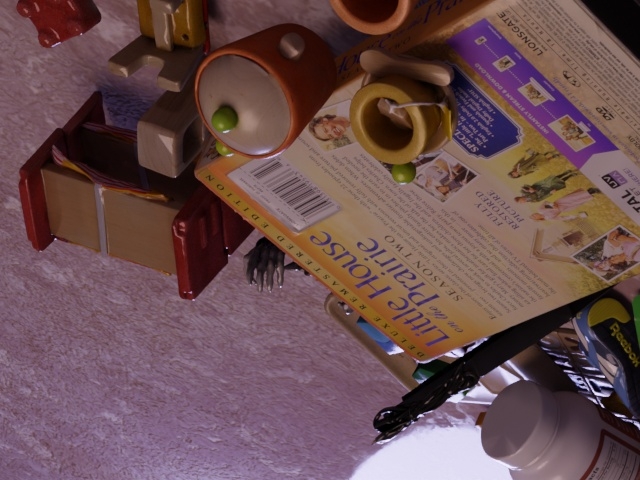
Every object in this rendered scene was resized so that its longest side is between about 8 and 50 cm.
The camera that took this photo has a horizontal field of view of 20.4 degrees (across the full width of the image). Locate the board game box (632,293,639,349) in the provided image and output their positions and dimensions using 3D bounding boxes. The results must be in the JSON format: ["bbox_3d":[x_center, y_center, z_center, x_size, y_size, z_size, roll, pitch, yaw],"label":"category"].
[{"bbox_3d":[0.377,0.172,1.700,0.124,0.039,0.259,-1,108,44],"label":"board game box"}]

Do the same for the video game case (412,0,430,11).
[{"bbox_3d":[0.092,-0.217,1.429,0.143,0.019,0.157,13,149,27],"label":"video game case"}]

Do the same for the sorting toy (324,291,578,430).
[{"bbox_3d":[0.167,0.153,1.961,0.229,0.041,0.307,-7,137,49],"label":"sorting toy"}]

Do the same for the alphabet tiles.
[{"bbox_3d":[0.282,0.164,1.930,0.198,0.009,0.237,6,146,37],"label":"alphabet tiles"}]

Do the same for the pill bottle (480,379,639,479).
[{"bbox_3d":[0.277,0.233,1.878,0.216,0.121,0.121,31,155,-27],"label":"pill bottle"}]

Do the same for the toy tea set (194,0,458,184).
[{"bbox_3d":[-0.014,-0.190,1.328,0.200,0.124,0.336,10,122,30],"label":"toy tea set"}]

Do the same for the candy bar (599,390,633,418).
[{"bbox_3d":[0.338,0.144,1.819,0.040,0.018,0.161,28,149,-4],"label":"candy bar"}]

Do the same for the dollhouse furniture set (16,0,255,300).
[{"bbox_3d":[-0.181,-0.140,1.727,0.201,0.152,0.374,18,134,20],"label":"dollhouse furniture set"}]

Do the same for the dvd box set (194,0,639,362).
[{"bbox_3d":[0.138,-0.059,1.504,0.307,0.062,0.420,40,136,-23],"label":"dvd box set"}]

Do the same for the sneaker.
[{"bbox_3d":[0.296,0.114,1.766,0.144,0.053,0.059,60,159,-19],"label":"sneaker"}]

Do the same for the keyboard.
[{"bbox_3d":[0.155,0.117,1.726,0.033,0.201,0.317,55,139,5],"label":"keyboard"}]

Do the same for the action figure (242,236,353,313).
[{"bbox_3d":[0.000,0.000,1.766,0.164,0.141,0.275,-3,140,28],"label":"action figure"}]
